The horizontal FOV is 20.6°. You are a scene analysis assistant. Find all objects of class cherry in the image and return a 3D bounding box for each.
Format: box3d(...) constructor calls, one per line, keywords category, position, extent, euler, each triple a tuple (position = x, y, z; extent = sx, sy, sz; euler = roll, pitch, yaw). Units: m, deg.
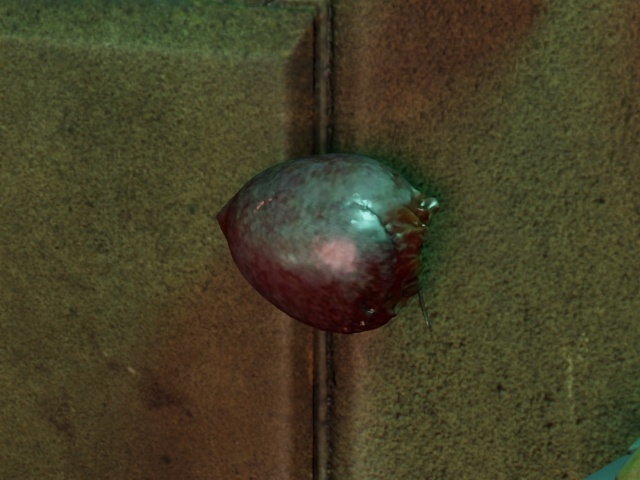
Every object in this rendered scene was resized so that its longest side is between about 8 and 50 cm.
box3d(category="cherry", position=(0.000, 0.000, 1.885), extent=(0.249, 0.175, 0.192), euler=(15, 123, 20))

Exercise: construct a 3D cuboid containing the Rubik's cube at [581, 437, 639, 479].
box3d(category="Rubik's cube", position=(0.448, 0.286, 1.703), extent=(0.387, 0.358, 0.368), euler=(63, 155, -1))
